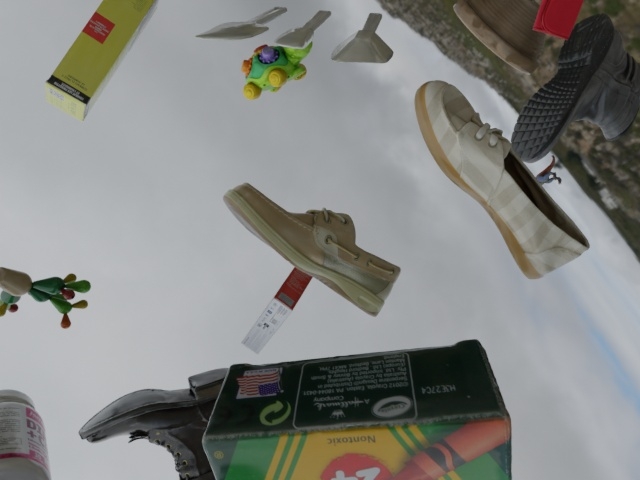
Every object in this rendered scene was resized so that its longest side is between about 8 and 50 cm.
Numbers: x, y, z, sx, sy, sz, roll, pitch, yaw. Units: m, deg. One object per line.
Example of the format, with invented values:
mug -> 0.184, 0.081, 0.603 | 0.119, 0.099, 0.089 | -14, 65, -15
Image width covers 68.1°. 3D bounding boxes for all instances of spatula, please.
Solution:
spatula -> -0.006, -0.218, 0.491 | 0.168, 0.019, 0.242 | 6, -148, 7

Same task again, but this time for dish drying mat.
dish drying mat -> 0.184, -0.194, 0.345 | 0.032, 0.083, 0.008 | 9, -160, -14

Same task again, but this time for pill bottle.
pill bottle -> -0.628, 0.422, 0.929 | 0.160, 0.161, 0.283 | 27, 179, -37

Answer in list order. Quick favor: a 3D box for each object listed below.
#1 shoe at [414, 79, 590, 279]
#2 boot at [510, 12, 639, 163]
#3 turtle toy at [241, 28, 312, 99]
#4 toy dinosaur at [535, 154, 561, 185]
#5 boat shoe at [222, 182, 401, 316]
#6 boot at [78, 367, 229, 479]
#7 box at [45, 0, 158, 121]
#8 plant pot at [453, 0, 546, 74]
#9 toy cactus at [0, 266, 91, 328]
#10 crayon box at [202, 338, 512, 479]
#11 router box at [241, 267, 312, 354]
shoe -> 0.167, -0.061, 0.433 | 0.219, 0.058, 0.077 | 51, -134, -12
boot -> 0.560, -0.268, 0.988 | 0.222, 0.338, 0.118 | 31, -176, -26
turtle toy -> -0.065, -0.265, 0.710 | 0.066, 0.130, 0.095 | 65, -148, -15
toy dinosaur -> 0.444, -0.117, 0.966 | 0.047, 0.082, 0.090 | 10, -103, -41
boat shoe -> 0.000, 0.000, 0.664 | 0.302, 0.098, 0.109 | 37, 177, -31
boot -> -0.216, 0.342, 0.741 | 0.091, 0.262, 0.229 | -172, 69, -74
box -> -0.310, -0.291, 0.689 | 0.058, 0.087, 0.233 | 32, -107, -23
plant pot -> 0.421, -0.490, 1.052 | 0.237, 0.110, 0.238 | 24, -140, -22
toy cactus -> -0.601, 0.112, 0.980 | 0.180, 0.218, 0.112 | 63, -153, -62
crayon box -> 0.049, 0.244, 0.393 | 0.081, 0.202, 0.319 | -81, -19, -64
router box -> -0.150, 0.241, 1.843 | 0.082, 0.335, 0.301 | 35, -141, -1
